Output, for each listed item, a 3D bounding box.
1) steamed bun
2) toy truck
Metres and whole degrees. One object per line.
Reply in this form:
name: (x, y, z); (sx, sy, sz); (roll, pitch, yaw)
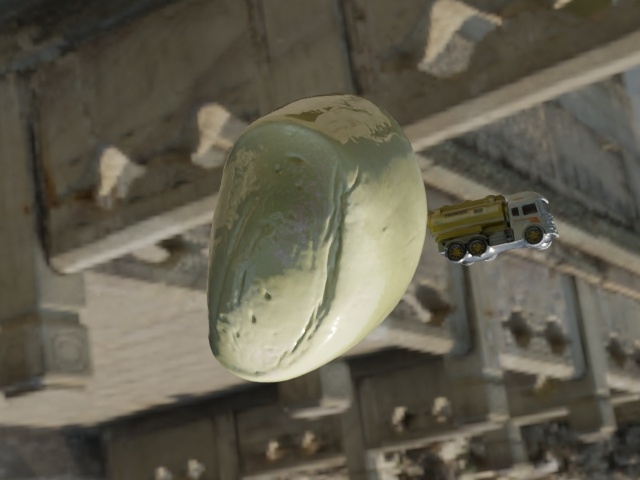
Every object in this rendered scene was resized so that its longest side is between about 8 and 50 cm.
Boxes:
steamed bun: (0.000, 0.000, 1.070); (0.155, 0.250, 0.200); (13, -162, 20)
toy truck: (0.169, -0.014, 1.184); (0.123, 0.063, 0.052); (-13, 171, 19)
